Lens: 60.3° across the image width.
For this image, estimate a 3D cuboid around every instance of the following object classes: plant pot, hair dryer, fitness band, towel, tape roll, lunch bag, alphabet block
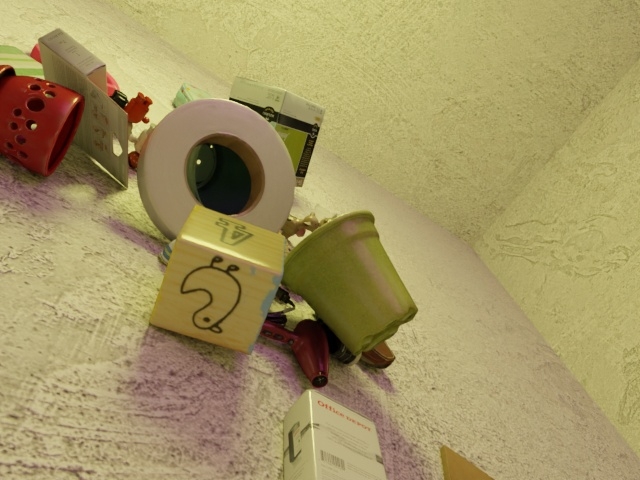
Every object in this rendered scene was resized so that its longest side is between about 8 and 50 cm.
[{"bbox_3d":[0.080,0.113,1.272,0.254,0.276,0.276,54,22,21],"label":"plant pot"},{"bbox_3d":[-0.083,0.215,1.206,0.293,0.080,0.224,38,28,27],"label":"hair dryer"},{"bbox_3d":[-0.296,-0.208,1.544,0.196,0.292,0.293,17,2,37],"label":"plant pot"},{"bbox_3d":[-0.773,-0.540,1.762,0.209,0.054,0.291,45,18,23],"label":"fitness band"},{"bbox_3d":[-0.610,-0.250,1.140,0.174,0.191,0.191,22,21,-16],"label":"plant pot"},{"bbox_3d":[-0.778,-0.435,1.521,0.325,0.038,0.248,34,16,-6],"label":"towel"},{"bbox_3d":[-0.242,-0.151,1.343,0.392,0.391,0.072,29,-22,-25],"label":"tape roll"},{"bbox_3d":[-0.464,-0.512,2.201,0.224,0.107,0.279,16,26,-39],"label":"lunch bag"},{"bbox_3d":[-0.191,0.071,1.064,0.197,0.192,0.193,19,19,-10],"label":"alphabet block"}]

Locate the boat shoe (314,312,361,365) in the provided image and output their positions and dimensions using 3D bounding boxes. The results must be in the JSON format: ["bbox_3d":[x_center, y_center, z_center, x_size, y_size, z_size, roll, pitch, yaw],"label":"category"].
[{"bbox_3d":[0.027,0.207,1.379,0.079,0.084,0.233,25,25,-36],"label":"boat shoe"}]

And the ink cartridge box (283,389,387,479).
[{"bbox_3d":[0.023,0.377,0.929,0.159,0.092,0.218,32,20,-17],"label":"ink cartridge box"}]

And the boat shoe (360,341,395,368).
[{"bbox_3d":[0.087,0.194,1.467,0.324,0.120,0.123,48,20,30],"label":"boat shoe"}]

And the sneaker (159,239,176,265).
[{"bbox_3d":[-0.286,0.039,1.236,0.144,0.059,0.053,22,21,-44],"label":"sneaker"}]

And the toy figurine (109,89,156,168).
[{"bbox_3d":[-0.511,-0.301,1.536,0.209,0.148,0.213,43,15,-4],"label":"toy figurine"}]

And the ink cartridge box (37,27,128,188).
[{"bbox_3d":[-0.522,-0.294,1.280,0.261,0.296,0.066,39,57,4],"label":"ink cartridge box"}]

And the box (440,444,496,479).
[{"bbox_3d":[0.338,0.558,1.202,0.164,0.021,0.201,36,18,-5],"label":"box"}]

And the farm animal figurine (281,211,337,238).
[{"bbox_3d":[0.000,0.000,1.700,0.330,0.172,0.326,17,27,-49],"label":"farm animal figurine"}]

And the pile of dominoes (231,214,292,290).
[{"bbox_3d":[-0.119,0.020,1.521,0.251,0.040,0.196,57,24,11],"label":"pile of dominoes"}]

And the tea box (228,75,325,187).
[{"bbox_3d":[-0.179,-0.376,1.980,0.220,0.323,0.329,21,10,22],"label":"tea box"}]
